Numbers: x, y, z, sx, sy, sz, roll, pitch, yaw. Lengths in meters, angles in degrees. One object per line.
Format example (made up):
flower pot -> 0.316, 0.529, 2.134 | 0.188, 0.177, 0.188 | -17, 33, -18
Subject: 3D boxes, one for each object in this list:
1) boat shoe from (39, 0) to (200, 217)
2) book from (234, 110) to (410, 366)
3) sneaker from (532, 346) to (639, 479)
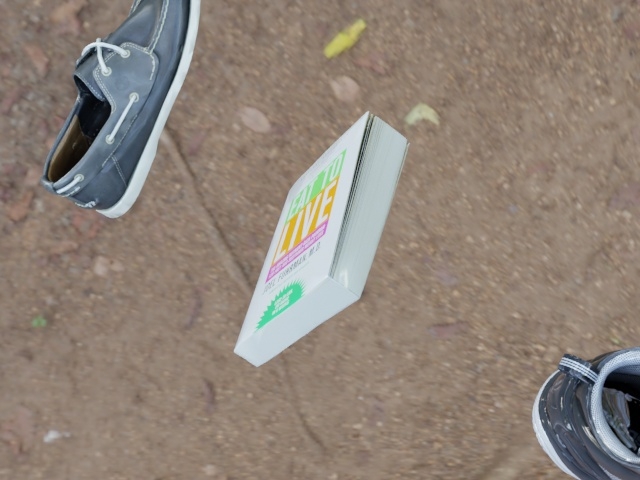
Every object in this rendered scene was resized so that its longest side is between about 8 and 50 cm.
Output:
boat shoe -> -0.165, -0.138, 1.059 | 0.084, 0.079, 0.233 | 19, 89, 54
book -> 0.000, 0.000, 0.764 | 0.096, 0.035, 0.144 | -38, 24, 39
sneaker -> 0.266, 0.156, 0.834 | 0.269, 0.153, 0.101 | 28, 76, 16
